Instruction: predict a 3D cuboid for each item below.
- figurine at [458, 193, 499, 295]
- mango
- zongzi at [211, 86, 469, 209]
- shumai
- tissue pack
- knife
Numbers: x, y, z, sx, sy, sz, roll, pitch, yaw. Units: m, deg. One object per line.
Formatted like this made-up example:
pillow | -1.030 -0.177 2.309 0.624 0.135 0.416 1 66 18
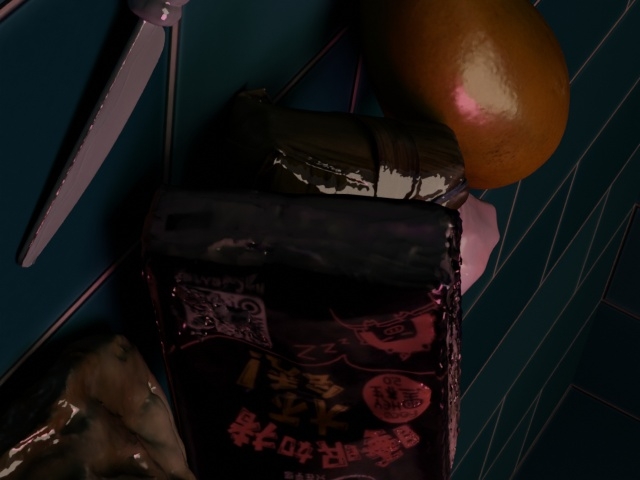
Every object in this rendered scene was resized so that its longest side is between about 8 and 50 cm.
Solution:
figurine | 0.049 0.037 1.645 0.276 0.200 0.133 -36 148 7
mango | 0.126 -0.165 1.536 0.317 0.173 0.211 44 32 -60
zongzi | 0.000 0.000 1.425 0.221 0.112 0.242 4 123 -27
shumai | -0.134 0.259 1.281 0.304 0.263 0.309 -60 164 -4
tissue pack | -0.009 0.089 1.342 0.332 0.245 0.123 85 13 -50
knife | -0.121 -0.127 1.124 0.331 0.044 0.080 -61 172 17
